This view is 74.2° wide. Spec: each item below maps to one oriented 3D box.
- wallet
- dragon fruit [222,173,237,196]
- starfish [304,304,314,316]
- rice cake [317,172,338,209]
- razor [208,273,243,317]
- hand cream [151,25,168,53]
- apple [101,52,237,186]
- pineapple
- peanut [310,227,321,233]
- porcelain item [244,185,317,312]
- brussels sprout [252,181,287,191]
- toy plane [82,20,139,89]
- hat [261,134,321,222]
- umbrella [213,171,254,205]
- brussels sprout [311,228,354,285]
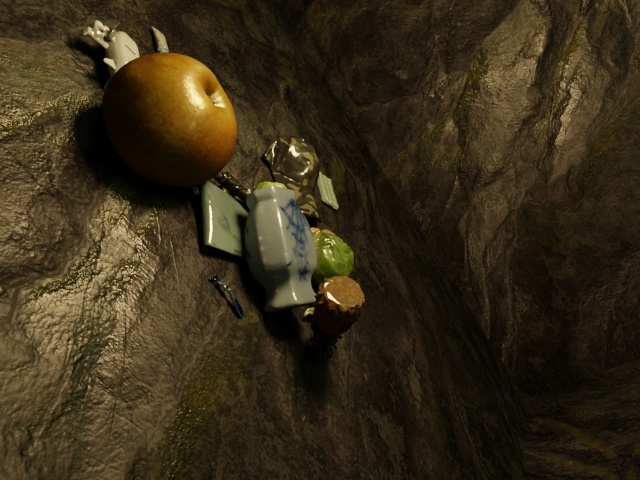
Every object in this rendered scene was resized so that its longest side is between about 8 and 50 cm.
[{"bbox_3d":[-0.303,-0.047,1.452,0.290,0.054,0.252,30,41,-53],"label":"wallet"},{"bbox_3d":[-0.332,-0.196,1.567,0.060,0.056,0.083,38,38,-80],"label":"dragon fruit"},{"bbox_3d":[-0.010,0.248,1.605,0.176,0.053,0.208,54,23,-2],"label":"starfish"},{"bbox_3d":[0.035,-0.267,2.286,0.124,0.038,0.211,30,37,-41],"label":"rice cake"},{"bbox_3d":[-0.276,0.166,1.277,0.155,0.028,0.044,55,26,-1],"label":"razor"},{"bbox_3d":[-0.656,-0.812,1.738,0.065,0.043,0.171,27,33,-53],"label":"hand cream"},{"bbox_3d":[-0.433,-0.363,1.271,0.400,0.333,0.401,36,34,-30],"label":"apple"},{"bbox_3d":[0.032,0.279,1.408,0.169,0.341,0.169,10,39,-8],"label":"pineapple"},{"bbox_3d":[0.000,0.000,1.886,0.174,0.080,0.080,42,29,-34],"label":"peanut"},{"bbox_3d":[-0.137,0.030,1.435,0.242,0.178,0.406,4,70,-58],"label":"porcelain item"},{"bbox_3d":[-0.196,-0.147,1.647,0.151,0.149,0.122,21,55,-30],"label":"brussels sprout"},{"bbox_3d":[-0.662,-0.598,1.398,0.252,0.118,0.252,55,18,-28],"label":"toy plane"},{"bbox_3d":[-0.068,-0.288,1.972,0.366,0.257,0.382,16,27,-50],"label":"hat"},{"bbox_3d":[-0.298,-0.186,1.497,0.235,0.059,0.066,38,-5,-33],"label":"umbrella"},{"bbox_3d":[0.019,0.074,1.697,0.244,0.244,0.244,40,30,-29],"label":"brussels sprout"}]
